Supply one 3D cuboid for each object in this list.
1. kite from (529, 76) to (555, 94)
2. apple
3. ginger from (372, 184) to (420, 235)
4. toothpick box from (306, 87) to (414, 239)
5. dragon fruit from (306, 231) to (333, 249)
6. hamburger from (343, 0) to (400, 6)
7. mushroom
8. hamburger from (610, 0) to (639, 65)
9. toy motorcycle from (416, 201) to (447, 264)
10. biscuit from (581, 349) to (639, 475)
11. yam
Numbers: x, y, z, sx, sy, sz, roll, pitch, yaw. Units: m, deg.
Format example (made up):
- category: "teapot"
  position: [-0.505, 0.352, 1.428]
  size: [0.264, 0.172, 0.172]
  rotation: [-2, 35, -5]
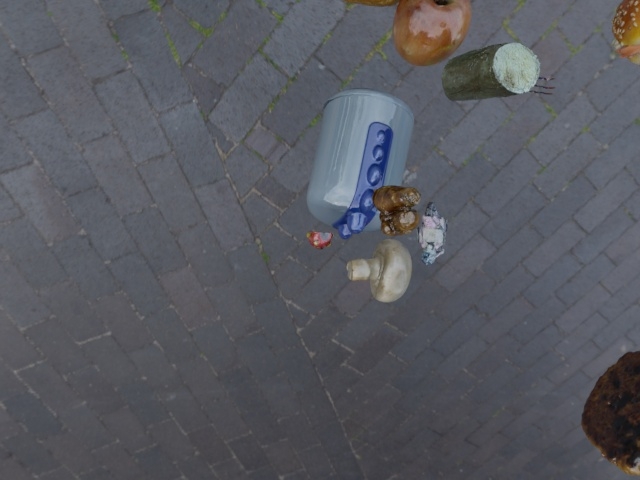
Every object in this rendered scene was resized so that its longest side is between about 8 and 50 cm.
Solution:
- category: "kite"
  position: [0.738, -0.582, 1.719]
  size: [0.229, 0.016, 0.127]
  rotation: [17, 145, 28]
- category: "apple"
  position: [0.336, -0.669, 1.452]
  size: [0.254, 0.253, 0.253]
  rotation: [-5, 120, -9]
- category: "ginger"
  position: [0.145, -0.055, 0.910]
  size: [0.073, 0.162, 0.103]
  rotation: [-12, 98, -8]
- category: "toothpick box"
  position: [0.097, -0.174, 1.173]
  size: [0.263, 0.263, 0.354]
  rotation: [17, 76, -20]
- category: "dragon fruit"
  position: [0.000, 0.000, 1.554]
  size: [0.083, 0.056, 0.060]
  rotation: [5, 94, -24]
- category: "hamburger"
  position: [0.142, -0.864, 1.430]
  size: [0.319, 0.158, 0.318]
  rotation: [12, 156, 5]
- category: "mushroom"
  position: [0.199, 0.103, 1.537]
  size: [0.209, 0.206, 0.206]
  rotation: [-13, 122, 11]
- category: "hamburger"
  position: [0.626, -0.426, 0.828]
  size: [0.147, 0.237, 0.236]
  rotation: [22, 116, 8]
- category: "toy motorcycle"
  position: [0.422, -0.005, 1.771]
  size: [0.108, 0.204, 0.239]
  rotation: [-7, 139, 40]
- category: "biscuit"
  position: [0.723, 0.372, 1.034]
  size: [0.081, 0.334, 0.289]
  rotation: [36, 104, 1]
- category: "yam"
  position: [0.457, -0.465, 1.311]
  size: [0.154, 0.254, 0.154]
  rotation: [-8, 104, -34]
